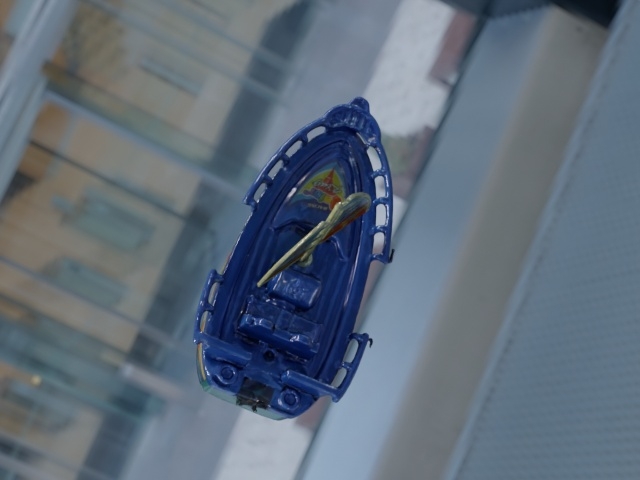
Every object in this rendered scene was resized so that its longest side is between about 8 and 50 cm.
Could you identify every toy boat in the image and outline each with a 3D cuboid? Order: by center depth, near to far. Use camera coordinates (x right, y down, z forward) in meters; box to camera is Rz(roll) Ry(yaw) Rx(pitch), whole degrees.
[{"bbox_3d":[0.000,0.000,0.914,0.110,0.091,0.175,138,153,-66],"label":"toy boat"}]
